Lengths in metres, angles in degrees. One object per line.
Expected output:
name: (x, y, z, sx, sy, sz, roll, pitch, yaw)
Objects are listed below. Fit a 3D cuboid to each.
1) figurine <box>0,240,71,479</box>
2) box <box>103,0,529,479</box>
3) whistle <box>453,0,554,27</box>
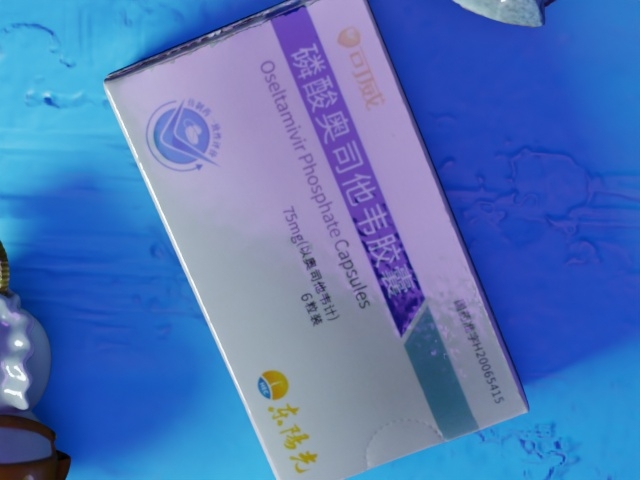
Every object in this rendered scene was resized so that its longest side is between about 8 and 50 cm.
figurine: (-0.262, 0.129, 1.200, 0.143, 0.143, 0.271, -5, 105, 5)
box: (0.000, 0.000, 1.181, 0.200, 0.065, 0.343, -21, 101, 9)
whistle: (0.065, -0.243, 1.097, 0.346, 0.134, 0.142, 18, 108, 9)
